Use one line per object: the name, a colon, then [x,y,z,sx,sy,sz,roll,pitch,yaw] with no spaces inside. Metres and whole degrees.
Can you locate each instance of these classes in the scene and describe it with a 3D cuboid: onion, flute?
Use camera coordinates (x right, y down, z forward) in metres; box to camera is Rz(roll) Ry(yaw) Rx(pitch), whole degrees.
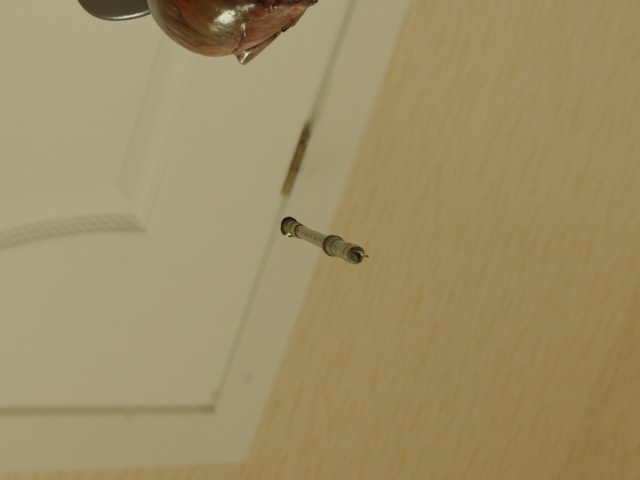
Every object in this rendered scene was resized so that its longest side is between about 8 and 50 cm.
onion: [-0.081,-0.198,0.868,0.151,0.098,0.206,43,-156,-4]
flute: [0.000,0.000,1.325,0.027,0.027,0.233,13,-176,-21]

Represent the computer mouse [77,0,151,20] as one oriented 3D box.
computer mouse: [-0.225,-0.359,1.295,0.120,0.232,0.057,-6,177,7]
